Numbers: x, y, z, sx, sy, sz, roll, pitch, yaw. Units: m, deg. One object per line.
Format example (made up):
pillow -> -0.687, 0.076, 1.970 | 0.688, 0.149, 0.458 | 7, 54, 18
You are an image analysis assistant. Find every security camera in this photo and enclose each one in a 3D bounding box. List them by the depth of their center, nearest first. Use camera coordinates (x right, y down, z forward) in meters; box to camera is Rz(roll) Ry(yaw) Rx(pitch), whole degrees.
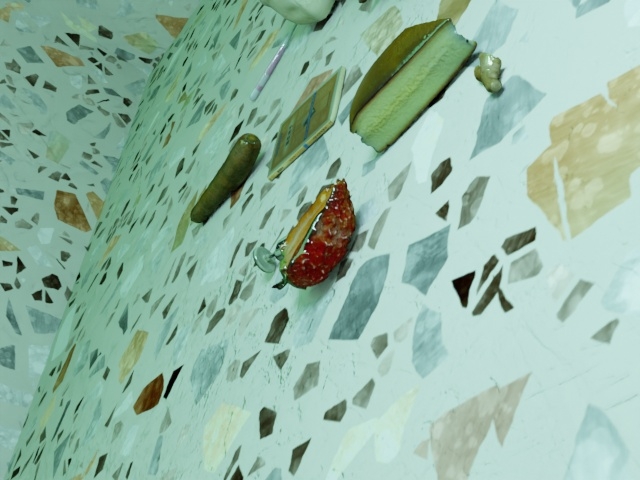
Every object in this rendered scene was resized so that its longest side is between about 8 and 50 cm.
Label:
security camera -> -0.075, 0.018, 1.627 | 0.092, 0.058, 0.058 | -34, 33, 34

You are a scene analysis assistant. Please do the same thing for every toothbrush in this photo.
toothbrush -> -0.109, -0.495, 2.369 | 0.286, 0.020, 0.025 | -58, 28, 6

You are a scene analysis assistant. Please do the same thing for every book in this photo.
book -> -0.031, -0.247, 1.894 | 0.242, 0.018, 0.170 | -37, 32, 45

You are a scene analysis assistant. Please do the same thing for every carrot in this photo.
carrot -> -0.231, -0.135, 2.140 | 0.342, 0.070, 0.070 | -48, 24, 43

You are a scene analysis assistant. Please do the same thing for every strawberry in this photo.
strawberry -> -0.002, 0.003, 1.431 | 0.192, 0.085, 0.140 | -63, 13, -21

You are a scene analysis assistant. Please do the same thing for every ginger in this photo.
ginger -> 0.243, -0.241, 1.270 | 0.097, 0.030, 0.048 | -104, 20, -63

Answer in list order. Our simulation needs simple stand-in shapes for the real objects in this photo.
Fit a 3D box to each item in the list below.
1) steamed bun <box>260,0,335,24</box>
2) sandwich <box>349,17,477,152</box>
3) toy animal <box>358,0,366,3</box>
steamed bun -> -0.046, -0.722, 2.170 | 0.352, 0.247, 0.339 | -51, 25, 43
sandwich -> 0.140, -0.261, 1.432 | 0.258, 0.094, 0.096 | -45, 31, 32
toy animal -> 0.139, -0.580, 1.851 | 0.179, 0.089, 0.188 | 0, 65, 61
